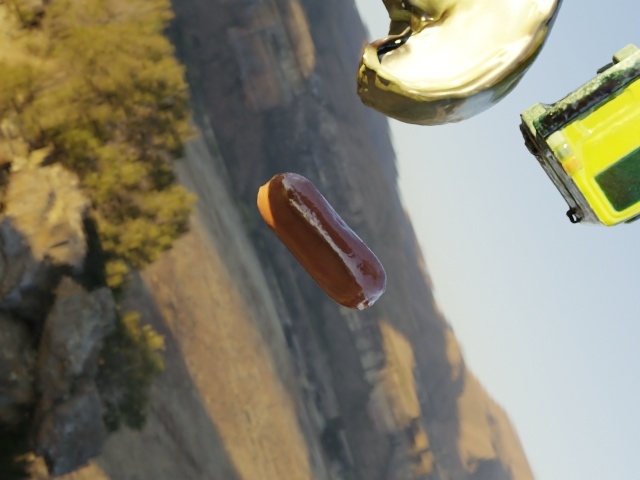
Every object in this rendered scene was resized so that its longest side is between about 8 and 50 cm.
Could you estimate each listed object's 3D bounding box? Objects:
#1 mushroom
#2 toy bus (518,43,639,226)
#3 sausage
[{"bbox_3d":[0.144,-0.229,1.170,0.164,0.190,0.267,81,19,-72],"label":"mushroom"},{"bbox_3d":[0.284,-0.090,1.150,0.150,0.128,0.262,57,7,4],"label":"toy bus"},{"bbox_3d":[0.000,0.000,1.378,0.194,0.077,0.077,49,-1,7],"label":"sausage"}]
